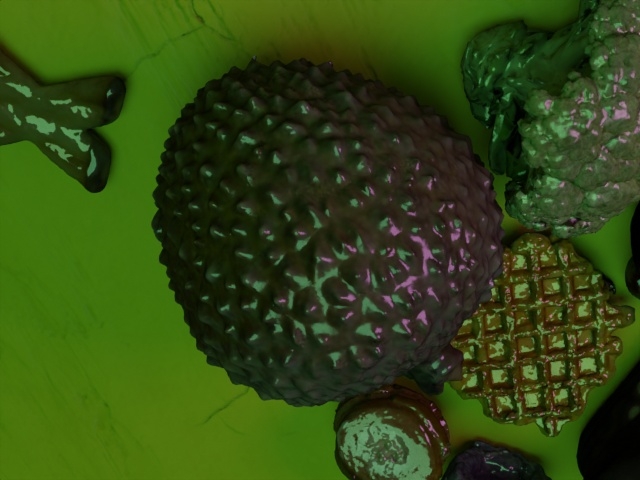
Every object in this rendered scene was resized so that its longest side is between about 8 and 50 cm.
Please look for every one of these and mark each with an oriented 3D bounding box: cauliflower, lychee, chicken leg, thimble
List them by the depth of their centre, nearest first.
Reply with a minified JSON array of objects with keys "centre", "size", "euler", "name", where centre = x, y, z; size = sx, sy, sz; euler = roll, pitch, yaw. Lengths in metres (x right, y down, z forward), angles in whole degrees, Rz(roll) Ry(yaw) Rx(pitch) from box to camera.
[{"centre":[0.267,-0.152,1.362],"size":[0.250,0.275,0.272],"euler":[28,160,35],"name":"cauliflower"},{"centre":[0.000,0.000,1.378],"size":[0.432,0.380,0.380],"euler":[47,116,3],"name":"lychee"},{"centre":[0.323,0.049,1.536],"size":[0.083,0.021,0.036],"euler":[25,128,-1],"name":"chicken leg"},{"centre":[0.226,0.340,1.633],"size":[0.150,0.150,0.097],"euler":[17,116,1],"name":"thimble"}]

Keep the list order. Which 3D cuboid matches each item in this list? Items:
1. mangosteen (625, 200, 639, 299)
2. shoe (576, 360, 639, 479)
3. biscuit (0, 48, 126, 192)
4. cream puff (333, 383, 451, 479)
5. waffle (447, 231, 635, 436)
[{"centre":[0.433,0.015,1.418],"size":[0.194,0.194,0.230],"euler":[28,150,-5],"name":"mangosteen"},{"centre":[0.453,0.227,1.482],"size":[0.171,0.237,0.384],"euler":[36,117,-9],"name":"shoe"},{"centre":[-0.347,-0.155,1.531],"size":[0.208,0.047,0.164],"euler":[18,117,0],"name":"biscuit"},{"centre":[0.092,0.259,1.628],"size":[0.150,0.115,0.165],"euler":[-28,92,15],"name":"cream puff"},{"centre":[0.251,0.112,1.522],"size":[0.243,0.059,0.238],"euler":[38,108,-10],"name":"waffle"}]
